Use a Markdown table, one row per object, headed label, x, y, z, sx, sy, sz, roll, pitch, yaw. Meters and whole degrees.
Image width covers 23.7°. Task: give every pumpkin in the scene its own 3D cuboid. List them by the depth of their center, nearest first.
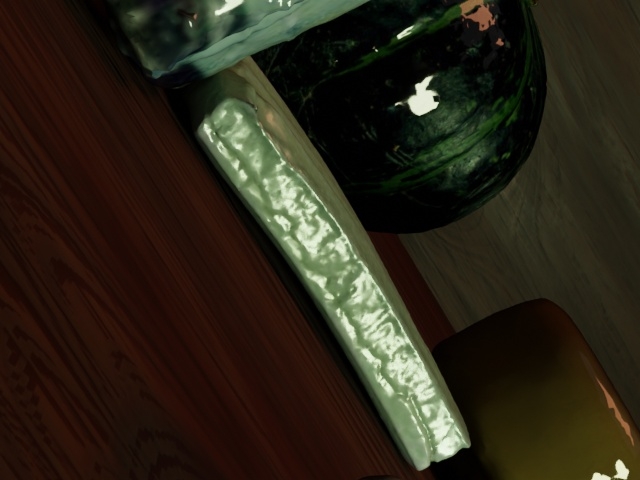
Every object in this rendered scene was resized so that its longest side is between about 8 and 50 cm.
| label | x | y | z | sx | sy | sz | roll | pitch | yaw |
| --- | --- | --- | --- | --- | --- | --- | --- | --- | --- |
| pumpkin | 0.056 | -0.158 | 1.144 | 0.315 | 0.238 | 0.315 | -20 | 90 | -81 |

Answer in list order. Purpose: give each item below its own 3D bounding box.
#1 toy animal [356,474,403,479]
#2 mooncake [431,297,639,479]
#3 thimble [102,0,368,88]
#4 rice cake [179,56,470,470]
| label | x | y | z | sx | sy | sz | roll | pitch | yaw |
| --- | --- | --- | --- | --- | --- | --- | --- | --- | --- |
| toy animal | 0.078 | 0.155 | 0.478 | 0.105 | 0.070 | 0.202 | 34 | -14 | 52 |
| mooncake | 0.147 | 0.144 | 0.986 | 0.235 | 0.117 | 0.235 | 59 | 2 | -3 |
| thimble | -0.055 | -0.180 | 0.646 | 0.237 | 0.150 | 0.237 | 61 | 2 | -3 |
| rice cake | 0.000 | 0.000 | 0.774 | 0.237 | 0.043 | 0.127 | 58 | 3 | -27 |
